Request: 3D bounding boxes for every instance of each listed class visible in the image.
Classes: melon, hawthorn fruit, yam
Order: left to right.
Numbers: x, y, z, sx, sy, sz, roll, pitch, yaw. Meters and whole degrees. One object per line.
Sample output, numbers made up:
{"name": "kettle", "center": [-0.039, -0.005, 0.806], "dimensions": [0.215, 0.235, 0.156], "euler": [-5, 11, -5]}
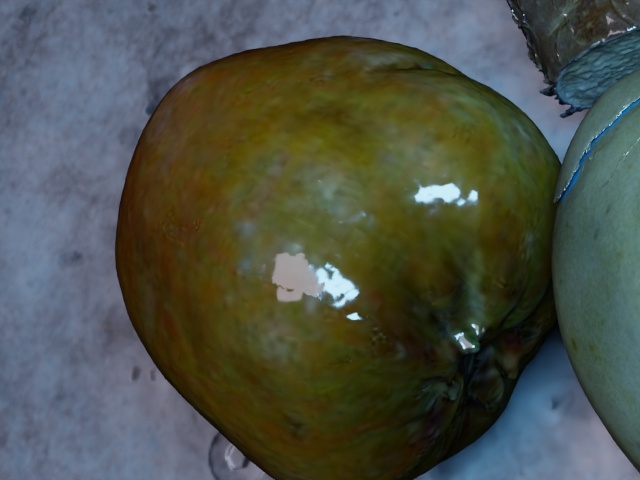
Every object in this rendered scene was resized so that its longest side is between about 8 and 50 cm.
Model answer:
{"name": "hawthorn fruit", "center": [0.000, 0.000, 1.220], "dimensions": [0.301, 0.267, 0.268], "euler": [36, 96, 37]}
{"name": "yam", "center": [0.151, -0.212, 1.270], "dimensions": [0.131, 0.131, 0.280], "euler": [-33, 64, 18]}
{"name": "melon", "center": [0.263, 0.024, 1.069], "dimensions": [0.268, 0.268, 0.330], "euler": [-41, 41, 15]}
